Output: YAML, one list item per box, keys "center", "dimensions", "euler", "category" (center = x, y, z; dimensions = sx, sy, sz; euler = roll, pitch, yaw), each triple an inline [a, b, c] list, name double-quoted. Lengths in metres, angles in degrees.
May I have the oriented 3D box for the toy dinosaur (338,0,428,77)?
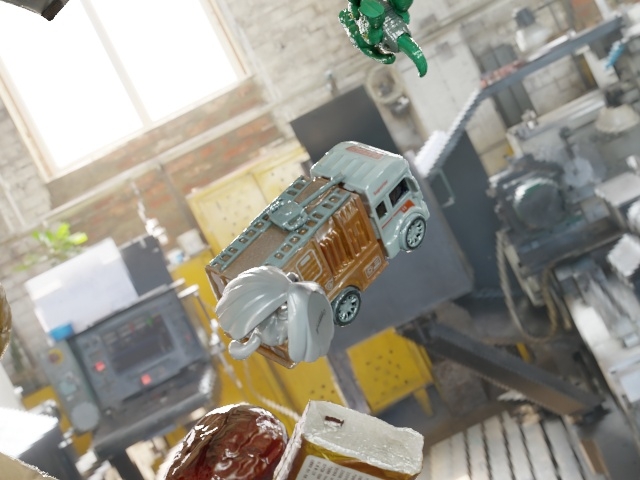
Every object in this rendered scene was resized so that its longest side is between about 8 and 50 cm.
- center: [0.061, -0.207, 0.948]
  dimensions: [0.059, 0.132, 0.096]
  euler: [-34, -29, -14]
  category: "toy dinosaur"

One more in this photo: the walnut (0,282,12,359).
- center: [-0.726, 0.145, 1.753]
  dimensions: [0.312, 0.252, 0.277]
  euler: [8, 35, 17]
  category: "walnut"

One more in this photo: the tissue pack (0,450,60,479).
- center: [-0.553, 0.471, 1.447]
  dimensions: [0.376, 0.389, 0.195]
  euler: [-67, -16, -2]
  category: "tissue pack"

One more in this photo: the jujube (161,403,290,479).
- center: [-0.195, 0.465, 1.975]
  dimensions: [0.223, 0.223, 0.318]
  euler: [-24, 10, 32]
  category: "jujube"

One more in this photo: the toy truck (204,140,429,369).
- center: [0.000, 0.000, 1.234]
  dimensions: [0.136, 0.162, 0.305]
  euler: [23, 56, 37]
  category: "toy truck"

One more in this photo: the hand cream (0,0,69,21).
- center: [-0.387, -0.333, 1.151]
  dimensions: [0.121, 0.076, 0.336]
  euler: [-37, -10, 18]
  category: "hand cream"

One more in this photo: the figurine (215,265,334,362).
- center: [-0.040, 0.061, 0.834]
  dimensions: [0.086, 0.082, 0.094]
  euler: [-5, 42, 28]
  category: "figurine"

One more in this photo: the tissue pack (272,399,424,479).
- center: [0.034, 0.342, 1.411]
  dimensions: [0.092, 0.183, 0.226]
  euler: [-77, 6, -47]
  category: "tissue pack"
